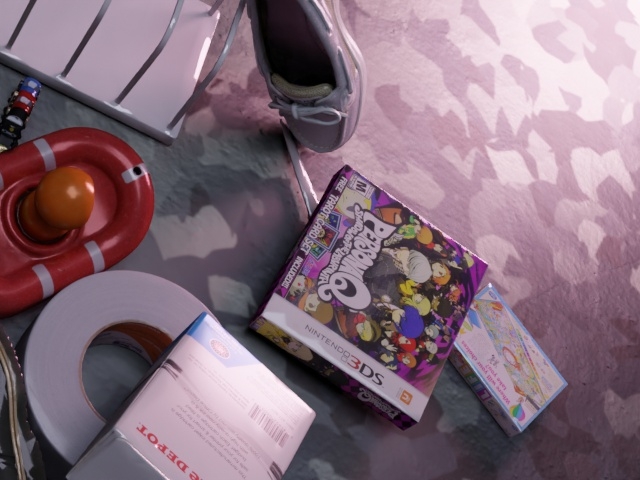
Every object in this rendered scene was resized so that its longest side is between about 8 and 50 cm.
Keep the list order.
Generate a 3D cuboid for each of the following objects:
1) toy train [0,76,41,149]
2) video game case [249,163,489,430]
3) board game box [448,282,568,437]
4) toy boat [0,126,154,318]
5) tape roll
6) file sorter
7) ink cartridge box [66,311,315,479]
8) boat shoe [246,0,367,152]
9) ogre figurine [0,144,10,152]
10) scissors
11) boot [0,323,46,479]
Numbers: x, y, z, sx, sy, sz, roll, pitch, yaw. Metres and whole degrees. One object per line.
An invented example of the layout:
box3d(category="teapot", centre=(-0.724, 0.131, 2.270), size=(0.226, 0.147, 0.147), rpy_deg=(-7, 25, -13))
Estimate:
box3d(category="toy train", centre=(-0.302, -0.133, 1.277), size=(0.027, 0.036, 0.158), rpy_deg=(26, 19, -16))
box3d(category="video game case", centre=(0.060, 0.060, 1.416), size=(0.210, 0.042, 0.232), rpy_deg=(36, 56, -9))
box3d(category="board game box", centre=(0.211, 0.140, 1.501), size=(0.103, 0.026, 0.154), rpy_deg=(-36, 88, -37))
box3d(category="toy boat", centre=(-0.258, -0.029, 1.220), size=(0.231, 0.151, 0.151), rpy_deg=(-29, 94, -36))
box3d(category="tape roll", centre=(-0.190, 0.142, 1.236), size=(0.219, 0.072, 0.219), rpy_deg=(13, 61, -26))
box3d(category="file sorter", centre=(-0.225, -0.272, 1.352), size=(0.278, 0.173, 0.193), rpy_deg=(26, 57, -18))
box3d(category="ink cartridge box", centre=(-0.109, 0.180, 1.125), size=(0.148, 0.086, 0.203), rpy_deg=(44, 32, -5))
box3d(category="boat shoe", centre=(-0.023, -0.205, 1.374), size=(0.118, 0.320, 0.103), rpy_deg=(14, 54, 16))
box3d(category="ogre figurine", centre=(-0.396, -0.136, 1.239), size=(0.118, 0.097, 0.197), rpy_deg=(-49, 129, -49))
box3d(category="scissors", centre=(0.000, 0.000, 1.447), size=(0.109, 0.021, 0.297), rpy_deg=(-29, 85, -35))
box3d(category="boot", centre=(-0.331, 0.160, 1.121), size=(0.137, 0.077, 0.198), rpy_deg=(-12, 74, -30))
